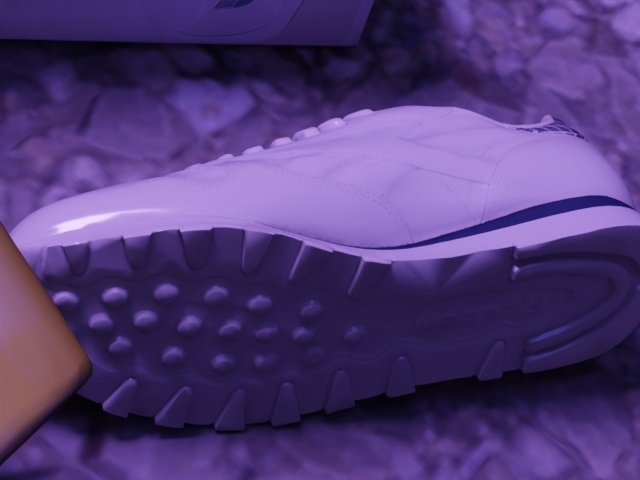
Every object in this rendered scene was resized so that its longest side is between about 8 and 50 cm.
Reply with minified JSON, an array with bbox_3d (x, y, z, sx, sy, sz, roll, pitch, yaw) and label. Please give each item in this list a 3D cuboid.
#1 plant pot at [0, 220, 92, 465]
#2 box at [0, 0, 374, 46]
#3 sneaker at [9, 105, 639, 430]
[{"bbox_3d":[-0.200,0.006,0.442,0.239,0.254,0.254,46,57,-2],"label":"plant pot"},{"bbox_3d":[-0.101,-0.216,0.671,0.231,0.126,0.262,-2,58,-16],"label":"box"},{"bbox_3d":[0.000,0.000,0.590,0.235,0.090,0.095,-2,45,-20],"label":"sneaker"}]
